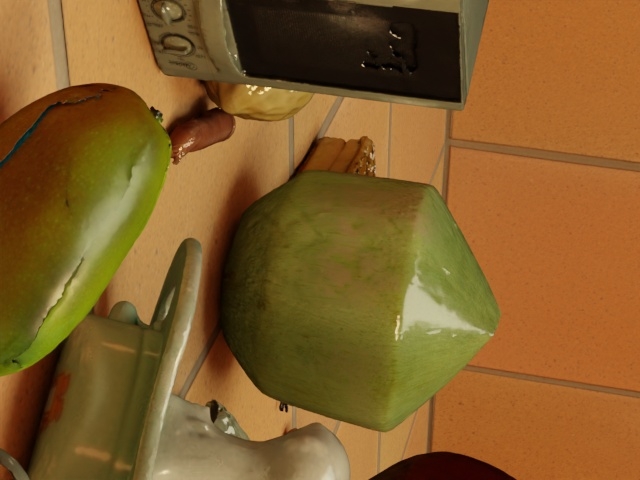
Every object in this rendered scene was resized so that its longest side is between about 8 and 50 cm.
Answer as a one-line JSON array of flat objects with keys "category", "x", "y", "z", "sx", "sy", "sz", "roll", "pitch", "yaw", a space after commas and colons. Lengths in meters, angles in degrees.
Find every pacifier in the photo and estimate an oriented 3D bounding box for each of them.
[{"category": "pacifier", "x": -0.108, "y": 0.181, "z": 1.227, "sx": 0.288, "sy": 0.269, "sz": 0.343, "roll": 139, "pitch": -32, "yaw": -70}]

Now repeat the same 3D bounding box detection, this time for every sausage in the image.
[{"category": "sausage", "x": -0.121, "y": -0.110, "z": 1.476, "sx": 0.158, "sy": 0.036, "sz": 0.042, "roll": -45, "pitch": 134, "yaw": -70}]

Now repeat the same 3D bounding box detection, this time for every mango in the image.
[{"category": "mango", "x": -0.196, "y": -0.011, "z": 1.010, "sx": 0.233, "sy": 0.125, "sz": 0.111, "roll": -56, "pitch": 162, "yaw": -9}]

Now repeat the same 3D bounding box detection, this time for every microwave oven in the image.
[{"category": "microwave oven", "x": 0.003, "y": -0.267, "z": 1.324, "sx": 0.181, "sy": 0.295, "sz": 0.237, "roll": 77, "pitch": 24, "yaw": -57}]

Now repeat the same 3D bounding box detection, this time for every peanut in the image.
[{"category": "peanut", "x": -0.045, "y": -0.209, "z": 1.532, "sx": 0.305, "sy": 0.147, "sz": 0.147, "roll": -59, "pitch": 155, "yaw": -55}]

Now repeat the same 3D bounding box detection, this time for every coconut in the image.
[{"category": "coconut", "x": 0.051, "y": 0.070, "z": 1.704, "sx": 0.281, "sy": 0.329, "sz": 0.328, "roll": 44, "pitch": 55, "yaw": -76}]

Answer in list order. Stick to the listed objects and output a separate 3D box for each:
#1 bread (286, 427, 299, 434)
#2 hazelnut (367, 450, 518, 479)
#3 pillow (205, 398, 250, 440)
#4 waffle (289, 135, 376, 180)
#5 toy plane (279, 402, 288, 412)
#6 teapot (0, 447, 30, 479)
[{"category": "bread", "x": -0.033, "y": 0.383, "z": 2.121, "sx": 0.114, "sy": 0.083, "sz": 0.211, "roll": 87, "pitch": 18, "yaw": -58}, {"category": "hazelnut", "x": 0.070, "y": 0.393, "z": 1.323, "sx": 0.409, "sy": 0.359, "sz": 0.359, "roll": -61, "pitch": -175, "yaw": 41}, {"category": "pillow", "x": -0.114, "y": 0.358, "z": 1.581, "sx": 0.283, "sy": 0.138, "sz": 0.310, "roll": -74, "pitch": 160, "yaw": -48}, {"category": "waffle", "x": 0.001, "y": 0.000, "z": 1.989, "sx": 0.308, "sy": 0.091, "sz": 0.212, "roll": -61, "pitch": 156, "yaw": -59}, {"category": "toy plane", "x": -0.041, "y": 0.184, "z": 2.068, "sx": 0.049, "sy": 0.031, "sz": 0.120, "roll": -30, "pitch": 131, "yaw": -64}, {"category": "teapot", "x": -0.239, "y": 0.270, "z": 0.945, "sx": 0.193, "sy": 0.130, "sz": 0.294, "roll": -25, "pitch": 119, "yaw": -78}]
